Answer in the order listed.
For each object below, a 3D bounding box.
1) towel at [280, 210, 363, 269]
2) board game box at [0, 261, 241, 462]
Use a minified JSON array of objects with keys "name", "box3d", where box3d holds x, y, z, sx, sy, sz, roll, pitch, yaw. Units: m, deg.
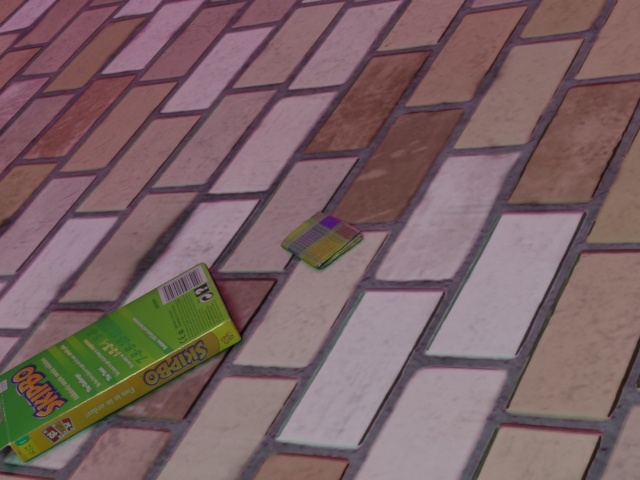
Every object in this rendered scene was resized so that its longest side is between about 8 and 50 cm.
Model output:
[{"name":"towel","box3d":[0.000,0.000,1.320,0.060,0.009,0.083,-39,32,-15]},{"name":"board game box","box3d":[-0.209,0.120,1.285,0.259,0.039,0.124,-27,31,-3]}]
